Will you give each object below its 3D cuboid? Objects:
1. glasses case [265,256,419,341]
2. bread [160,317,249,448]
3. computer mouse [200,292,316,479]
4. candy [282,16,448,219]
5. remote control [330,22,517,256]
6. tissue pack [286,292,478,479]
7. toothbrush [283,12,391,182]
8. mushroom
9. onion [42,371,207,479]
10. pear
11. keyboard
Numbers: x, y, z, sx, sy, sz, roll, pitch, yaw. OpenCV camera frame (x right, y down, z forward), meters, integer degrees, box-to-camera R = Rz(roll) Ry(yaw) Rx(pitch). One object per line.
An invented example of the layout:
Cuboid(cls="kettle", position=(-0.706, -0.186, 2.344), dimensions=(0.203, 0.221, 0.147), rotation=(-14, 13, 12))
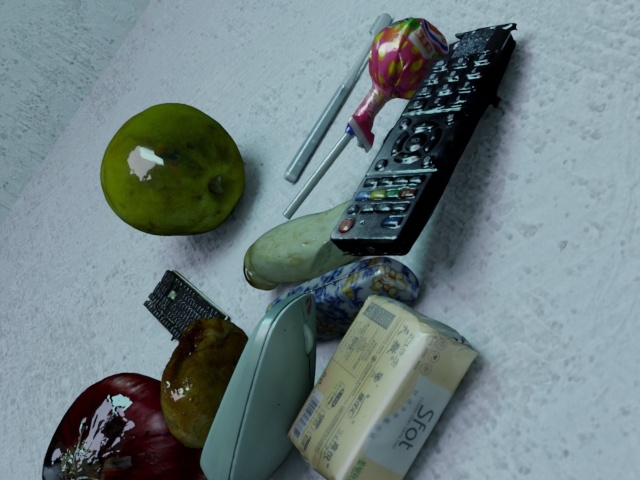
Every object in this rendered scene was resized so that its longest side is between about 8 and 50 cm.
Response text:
Cuboid(cls="glasses case", position=(0.026, 0.084, 1.288), dimensions=(0.248, 0.087, 0.065), rotation=(-24, 38, 41))
Cuboid(cls="bread", position=(-0.155, 0.186, 1.405), dimensions=(0.084, 0.124, 0.344), rotation=(-23, 14, 12))
Cuboid(cls="computer mouse", position=(-0.060, 0.207, 1.224), dimensions=(0.288, 0.097, 0.159), rotation=(-66, -16, 18))
Cuboid(cls="candy", position=(0.058, -0.179, 1.452), dimensions=(0.365, 0.124, 0.124), rotation=(-53, 29, 4))
Cuboid(cls="remote control", position=(0.146, -0.134, 1.271), dimensions=(0.144, 0.062, 0.399), rotation=(0, 50, 46))
Cuboid(cls="tissue pack", position=(0.068, 0.181, 1.126), dimensions=(0.222, 0.090, 0.186), rotation=(-58, 26, -4))
Cuboid(cls="toothbrush", position=(0.029, -0.250, 1.673), dimensions=(0.342, 0.025, 0.030), rotation=(-60, 22, -4))
Cuboid(cls="mushroom", position=(-0.001, 0.003, 1.415), dimensions=(0.333, 0.087, 0.107), rotation=(-16, 48, 48))
Cuboid(cls="onion", position=(-0.270, 0.332, 1.422), dimensions=(0.273, 0.285, 0.273), rotation=(-3, 83, 24))
Cuboid(cls="pear", position=(-0.281, -0.127, 1.802), dimensions=(0.321, 0.269, 0.269), rotation=(22, 81, 48))
Cuboid(cls="keyboard", position=(-0.250, 0.132, 1.732), dimensions=(0.106, 0.027, 0.317), rotation=(-59, 29, -3))
